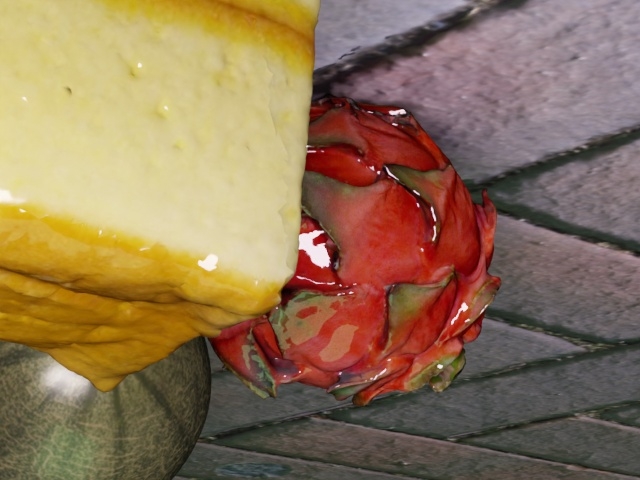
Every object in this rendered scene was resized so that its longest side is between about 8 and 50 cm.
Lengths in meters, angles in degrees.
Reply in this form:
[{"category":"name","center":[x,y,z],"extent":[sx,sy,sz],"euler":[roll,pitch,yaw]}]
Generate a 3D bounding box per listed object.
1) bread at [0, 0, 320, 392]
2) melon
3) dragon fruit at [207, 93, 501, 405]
[{"category":"bread","center":[-0.196,-0.094,0.778],"extent":[0.361,0.233,0.245],"euler":[14,160,-27]},{"category":"melon","center":[-0.210,0.117,1.408],"extent":[0.237,0.237,0.301],"euler":[6,159,-18]},{"category":"dragon fruit","center":[0.000,0.000,1.128],"extent":[0.274,0.193,0.192],"euler":[39,141,-25]}]
